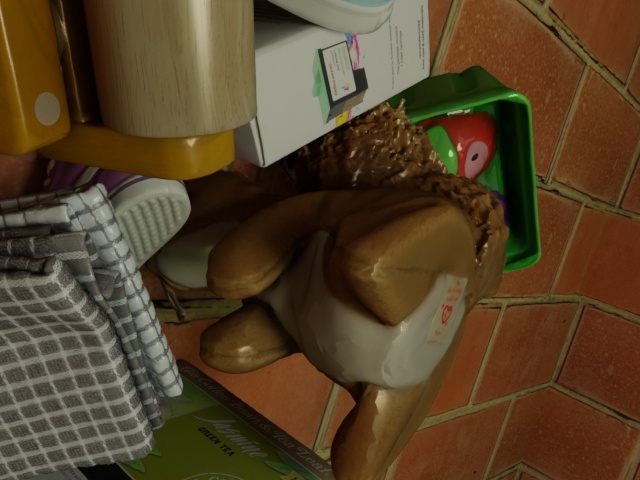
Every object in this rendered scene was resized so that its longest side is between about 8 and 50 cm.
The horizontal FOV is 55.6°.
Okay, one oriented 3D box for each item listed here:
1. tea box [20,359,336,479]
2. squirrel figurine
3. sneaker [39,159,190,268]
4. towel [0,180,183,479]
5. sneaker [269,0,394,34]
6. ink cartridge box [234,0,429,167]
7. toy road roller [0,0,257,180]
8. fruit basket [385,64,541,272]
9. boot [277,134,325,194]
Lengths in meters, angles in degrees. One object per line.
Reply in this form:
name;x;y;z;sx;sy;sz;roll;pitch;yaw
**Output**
tea box;-0.201;0.321;0.669;0.324;0.329;0.219;-3;110;-49
squirrel figurine;0.000;0.000;0.714;0.397;0.371;0.280;-38;136;-38
sneaker;-0.259;-0.018;0.624;0.282;0.161;0.102;-37;153;14
towel;-0.285;0.097;0.514;0.284;0.121;0.234;-9;118;4
sneaker;-0.079;-0.318;0.520;0.366;0.135;0.150;15;142;-16
ink cartridge box;-0.039;-0.208;0.691;0.278;0.202;0.117;-35;131;-33
toy road roller;-0.228;-0.142;0.416;0.240;0.330;0.202;-48;143;-56
fruit basket;0.197;-0.037;0.946;0.392;0.283;0.391;-12;90;-77
boot;-0.014;-0.052;0.897;0.213;0.077;0.165;-61;142;-18
